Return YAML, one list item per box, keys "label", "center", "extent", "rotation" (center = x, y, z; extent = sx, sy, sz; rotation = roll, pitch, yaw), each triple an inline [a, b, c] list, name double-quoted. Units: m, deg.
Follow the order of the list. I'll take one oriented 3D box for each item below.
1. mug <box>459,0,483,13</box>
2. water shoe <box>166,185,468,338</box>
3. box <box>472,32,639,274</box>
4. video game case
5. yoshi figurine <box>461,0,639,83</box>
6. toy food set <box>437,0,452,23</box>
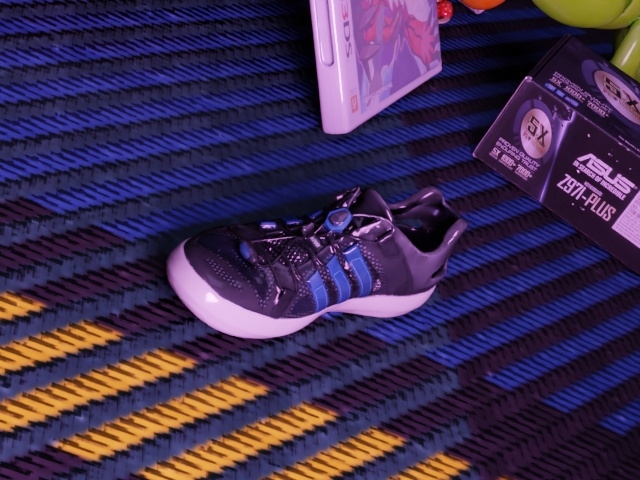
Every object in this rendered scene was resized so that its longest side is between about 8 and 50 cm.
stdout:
- label: "mug"
  center: [0.132, -0.247, 1.435]
  extent: [0.064, 0.062, 0.078]
  rotation: [31, 38, 14]
- label: "water shoe"
  center: [0.000, 0.000, 0.898]
  extent: [0.203, 0.080, 0.073]
  rotation: [-5, 46, -49]
- label: "box"
  center: [0.225, -0.063, 1.227]
  extent: [0.180, 0.077, 0.147]
  rotation: [37, 28, 6]
- label: "video game case"
  center: [0.040, -0.189, 1.151]
  extent: [0.023, 0.183, 0.201]
  rotation: [1, 19, 23]
- label: "yoshi figurine"
  center: [0.260, -0.207, 1.400]
  extent: [0.362, 0.203, 0.203]
  rotation: [20, 13, -29]
- label: "toy food set"
  center: [0.076, -0.213, 1.364]
  extent: [0.083, 0.020, 0.082]
  rotation: [6, 39, -40]
